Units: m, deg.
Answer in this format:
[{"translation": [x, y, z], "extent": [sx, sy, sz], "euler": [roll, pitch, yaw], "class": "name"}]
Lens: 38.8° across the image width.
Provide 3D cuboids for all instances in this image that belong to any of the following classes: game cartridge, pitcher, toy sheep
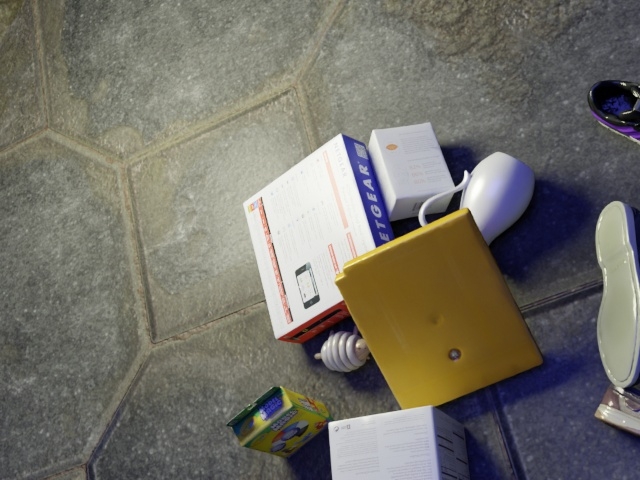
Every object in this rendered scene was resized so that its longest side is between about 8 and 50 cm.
[{"translation": [0.215, 0.138, 1.683], "extent": [0.285, 0.052, 0.323], "euler": [-25, 99, 15], "class": "game cartridge"}, {"translation": [0.305, -0.077, 1.761], "extent": [0.178, 0.125, 0.207], "euler": [31, 90, -12], "class": "pitcher"}, {"translation": [0.046, 0.222, 1.822], "extent": [0.132, 0.091, 0.091], "euler": [-19, 64, 34], "class": "toy sheep"}]

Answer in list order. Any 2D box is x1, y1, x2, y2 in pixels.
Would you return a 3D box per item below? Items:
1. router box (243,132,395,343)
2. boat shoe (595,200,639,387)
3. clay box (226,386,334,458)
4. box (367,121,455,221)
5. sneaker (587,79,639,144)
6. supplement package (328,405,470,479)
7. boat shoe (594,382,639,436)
[{"translation": [0.000, 0.000, 1.875], "extent": [0.301, 0.082, 0.335], "euler": [-32, 59, 32], "class": "router box"}, {"translation": [0.563, 0.098, 1.605], "extent": [0.127, 0.113, 0.339], "euler": [130, 148, -56], "class": "boat shoe"}, {"translation": [-0.076, 0.352, 1.749], "extent": [0.127, 0.222, 0.053], "euler": [-40, 60, 8], "class": "clay box"}, {"translation": [0.181, -0.141, 1.854], "extent": [0.130, 0.091, 0.170], "euler": [-9, 63, -12], "class": "box"}, {"translation": [0.617, -0.220, 1.664], "extent": [0.293, 0.146, 0.102], "euler": [27, 94, 32], "class": "sneaker"}, {"translation": [0.150, 0.454, 1.614], "extent": [0.199, 0.198, 0.262], "euler": [-14, 64, 21], "class": "supplement package"}, {"translation": [0.606, 0.305, 1.511], "extent": [0.285, 0.103, 0.092], "euler": [15, 83, 35], "class": "boat shoe"}]
